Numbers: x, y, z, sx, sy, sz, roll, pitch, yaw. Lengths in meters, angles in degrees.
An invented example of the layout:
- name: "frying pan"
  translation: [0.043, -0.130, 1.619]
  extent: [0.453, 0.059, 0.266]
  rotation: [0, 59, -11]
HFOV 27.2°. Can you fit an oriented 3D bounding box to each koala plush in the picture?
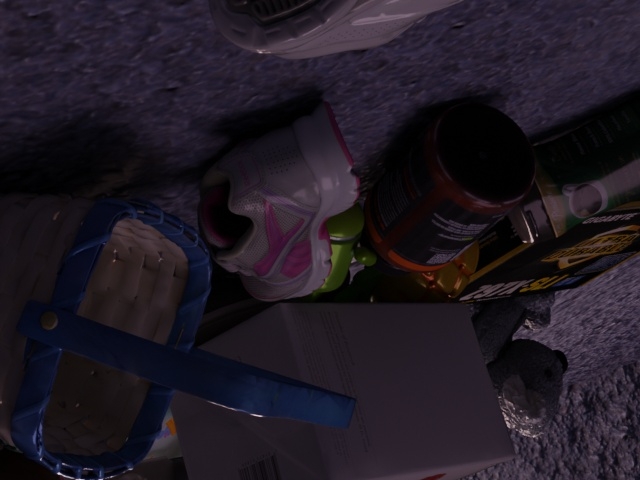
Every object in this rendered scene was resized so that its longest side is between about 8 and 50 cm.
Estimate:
- name: "koala plush"
  translation: [0.261, 0.169, 1.848]
  extent: [0.203, 0.221, 0.196]
  rotation: [-22, 164, 1]

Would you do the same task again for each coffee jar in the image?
- name: "coffee jar"
  translation: [0.269, -0.070, 1.326]
  extent: [0.184, 0.079, 0.096]
  rotation: [-23, 132, 5]

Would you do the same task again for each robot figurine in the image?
- name: "robot figurine"
  translation: [0.000, 0.000, 1.204]
  extent: [0.067, 0.101, 0.115]
  rotation: [-36, 151, -54]

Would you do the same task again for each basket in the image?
- name: "basket"
  translation: [-0.133, 0.078, 0.955]
  extent: [0.288, 0.201, 0.255]
  rotation: [12, 172, 20]

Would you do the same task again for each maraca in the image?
- name: "maraca"
  translation: [0.090, 0.033, 1.394]
  extent: [0.185, 0.099, 0.127]
  rotation: [-27, 153, -20]

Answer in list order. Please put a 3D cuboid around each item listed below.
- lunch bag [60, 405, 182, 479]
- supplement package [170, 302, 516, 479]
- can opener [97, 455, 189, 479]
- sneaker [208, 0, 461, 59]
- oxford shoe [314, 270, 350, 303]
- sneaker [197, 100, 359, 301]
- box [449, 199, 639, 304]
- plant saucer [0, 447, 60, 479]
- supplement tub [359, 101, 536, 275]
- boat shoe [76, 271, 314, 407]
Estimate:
- name: "lunch bag"
  translation: [-0.207, 0.200, 1.467]
  extent: [0.223, 0.160, 0.262]
  rotation: [-4, 162, -45]
- name: "supplement package"
  translation: [0.024, 0.171, 1.302]
  extent: [0.177, 0.175, 0.293]
  rotation: [-30, 159, 37]
- name: "can opener"
  translation: [-0.156, 0.265, 1.405]
  extent: [0.095, 0.076, 0.283]
  rotation: [-12, 172, 34]
- name: "sneaker"
  translation: [0.053, -0.168, 0.778]
  extent: [0.232, 0.090, 0.115]
  rotation: [-15, 172, 10]
- name: "oxford shoe"
  translation: [0.003, 0.077, 1.454]
  extent: [0.082, 0.096, 0.227]
  rotation: [-18, 162, -7]
- name: "sneaker"
  translation: [-0.051, -0.021, 1.082]
  extent: [0.111, 0.103, 0.252]
  rotation: [-14, 155, -17]
- name: "box"
  translation: [0.297, -0.015, 1.572]
  extent: [0.322, 0.079, 0.257]
  rotation: [-5, 158, -46]
- name: "plant saucer"
  translation: [-0.292, 0.121, 0.955]
  extent: [0.041, 0.278, 0.278]
  rotation: [-50, 161, 1]
- name: "supplement tub"
  translation: [0.104, -0.037, 1.200]
  extent: [0.106, 0.106, 0.198]
  rotation: [-12, 162, -29]
- name: "boat shoe"
  translation: [-0.167, 0.083, 1.297]
  extent: [0.335, 0.095, 0.112]
  rotation: [-19, 151, -24]
